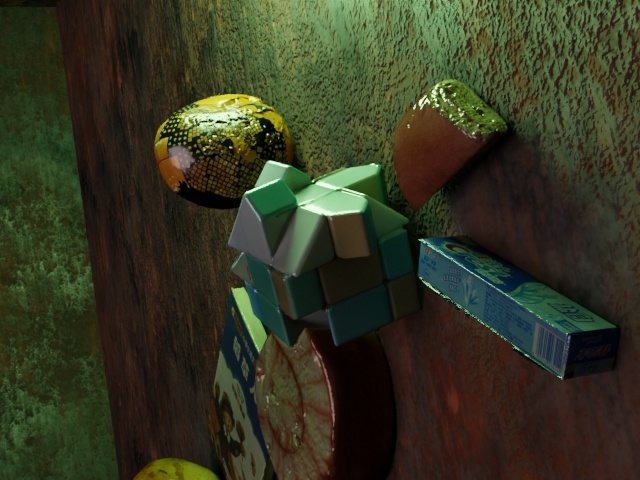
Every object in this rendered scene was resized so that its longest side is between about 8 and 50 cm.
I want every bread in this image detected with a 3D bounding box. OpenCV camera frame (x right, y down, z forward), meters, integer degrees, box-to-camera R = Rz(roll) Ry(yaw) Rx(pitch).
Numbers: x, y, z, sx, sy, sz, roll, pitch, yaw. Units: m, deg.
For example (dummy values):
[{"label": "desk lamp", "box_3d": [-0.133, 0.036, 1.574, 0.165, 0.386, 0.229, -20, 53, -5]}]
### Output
[{"label": "bread", "box_3d": [0.134, -0.120, 1.060, 0.192, 0.067, 0.119, 130, 129, -59]}, {"label": "bread", "box_3d": [-0.004, 0.249, 1.415, 0.327, 0.114, 0.295, 117, 140, -50]}]

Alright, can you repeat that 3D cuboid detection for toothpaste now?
[{"label": "toothpaste", "box_3d": [0.193, 0.060, 0.970, 0.272, 0.066, 0.053, -142, 50, -59]}]

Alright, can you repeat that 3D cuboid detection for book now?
[{"label": "book", "box_3d": [-0.150, 0.346, 1.867, 0.300, 0.039, 0.428, -120, 33, -44]}]

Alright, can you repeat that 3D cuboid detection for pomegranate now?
[{"label": "pomegranate", "box_3d": [-0.319, 0.620, 2.083, 0.264, 0.264, 0.264, 174, 90, -67]}]

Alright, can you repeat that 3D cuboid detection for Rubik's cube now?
[{"label": "Rubik's cube", "box_3d": [0.000, 0.000, 1.224, 0.265, 0.224, 0.213, 29, 137, 60]}]

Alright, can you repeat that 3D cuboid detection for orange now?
[{"label": "orange", "box_3d": [-0.158, -0.147, 1.533, 0.234, 0.234, 0.182, -130, 40, -52]}]
